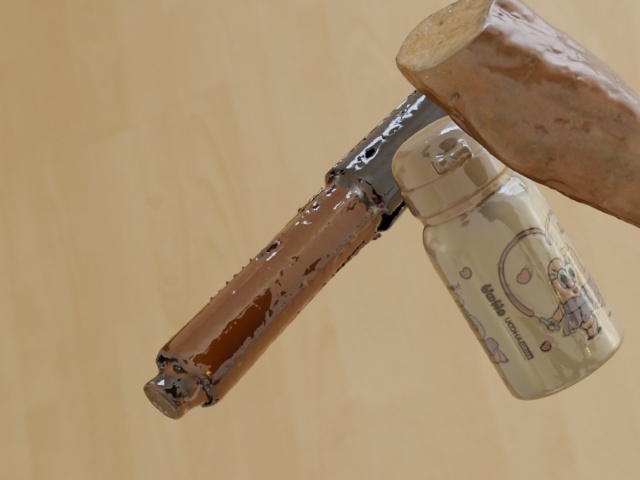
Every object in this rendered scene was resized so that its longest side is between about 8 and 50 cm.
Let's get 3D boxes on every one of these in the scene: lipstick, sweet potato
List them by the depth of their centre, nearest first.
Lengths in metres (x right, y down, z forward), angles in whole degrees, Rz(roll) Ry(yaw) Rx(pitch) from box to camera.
[{"bbox_3d":[0.163,-0.075,1.056,0.251,0.097,0.097,37,93,9],"label":"sweet potato"},{"bbox_3d":[0.000,0.000,1.435,0.077,0.077,0.418,26,59,34],"label":"lipstick"}]

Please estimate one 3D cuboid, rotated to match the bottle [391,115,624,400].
[{"bbox_3d":[0.130,0.006,1.197,0.097,0.110,0.209,-32,98,-4],"label":"bottle"}]
